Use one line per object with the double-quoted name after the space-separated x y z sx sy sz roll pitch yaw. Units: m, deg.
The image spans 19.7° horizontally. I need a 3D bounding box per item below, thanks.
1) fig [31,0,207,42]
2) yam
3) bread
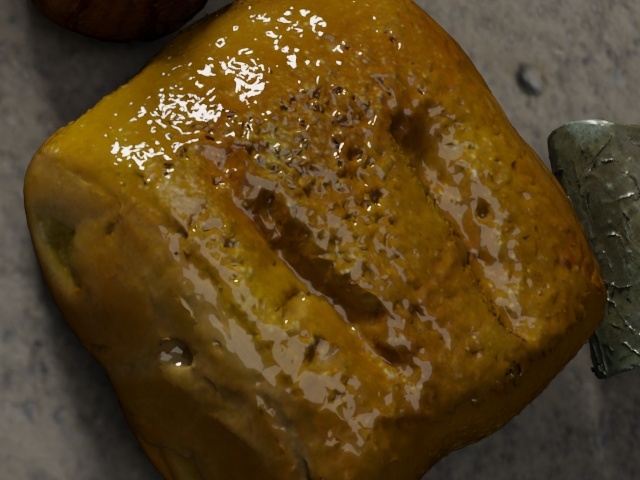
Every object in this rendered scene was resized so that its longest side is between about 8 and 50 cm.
-0.109 -0.215 1.146 0.134 0.201 0.146 27 62 -7 "fig"
0.227 0.000 1.317 0.107 0.107 0.183 -10 81 -27 "yam"
0.004 -0.002 1.180 0.337 0.148 0.328 -33 95 -28 "bread"
